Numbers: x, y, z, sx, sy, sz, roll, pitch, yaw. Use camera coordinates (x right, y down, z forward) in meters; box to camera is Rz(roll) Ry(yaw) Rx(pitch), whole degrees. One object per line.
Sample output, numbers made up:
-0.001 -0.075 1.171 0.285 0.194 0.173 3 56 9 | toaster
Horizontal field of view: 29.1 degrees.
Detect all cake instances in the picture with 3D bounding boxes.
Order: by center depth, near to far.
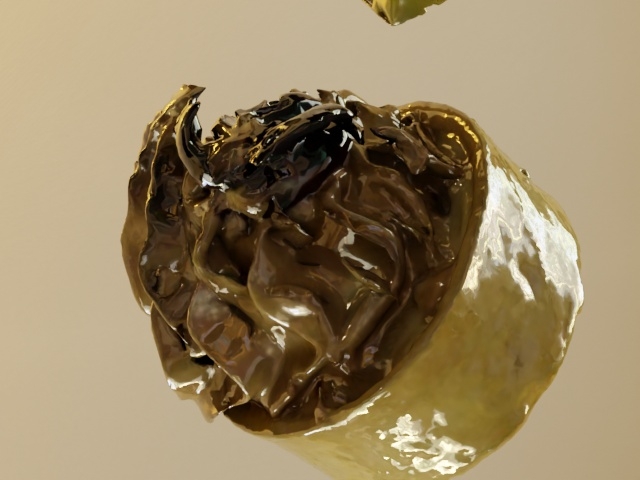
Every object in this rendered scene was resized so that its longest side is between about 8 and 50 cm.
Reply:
-0.001 0.007 0.992 0.321 0.332 0.332 35 -101 -30 | cake

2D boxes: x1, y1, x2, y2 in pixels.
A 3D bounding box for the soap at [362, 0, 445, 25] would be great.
0.060 -0.259 0.955 0.135 0.233 0.076 -27 -56 -5 | soap
